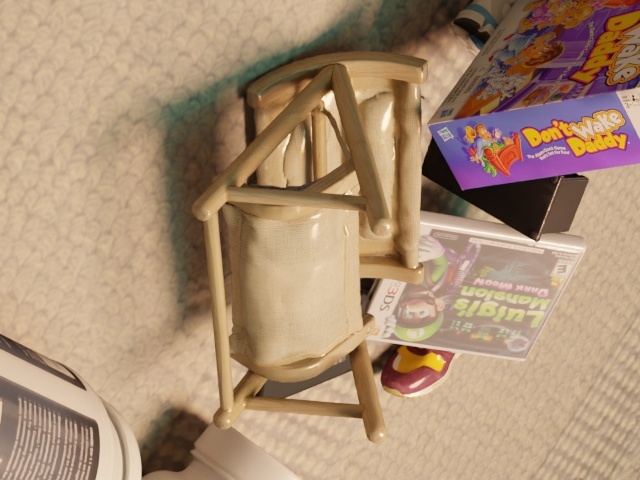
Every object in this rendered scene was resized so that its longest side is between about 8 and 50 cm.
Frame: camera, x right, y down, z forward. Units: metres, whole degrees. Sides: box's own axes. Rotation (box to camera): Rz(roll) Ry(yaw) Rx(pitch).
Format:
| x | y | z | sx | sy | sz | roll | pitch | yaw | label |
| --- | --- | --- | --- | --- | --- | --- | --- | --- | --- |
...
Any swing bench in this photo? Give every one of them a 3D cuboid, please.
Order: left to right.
| x | y | z | sx | sy | sz | roll | pitch | yaw | label |
| --- | --- | --- | --- | --- | --- | --- | --- | --- | --- |
| 0.000 | 0.000 | 1.769 | 0.255 | 0.165 | 0.253 | -74 | 166 | -51 | swing bench |

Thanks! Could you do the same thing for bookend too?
| x | y | z | sx | sy | sz | roll | pitch | yaw | label |
| --- | --- | --- | --- | --- | --- | --- | --- | --- | --- |
| 0.214 | -0.068 | 2.007 | 0.156 | 0.157 | 0.072 | -4 | 119 | -49 | bookend |

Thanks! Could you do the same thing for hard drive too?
| x | y | z | sx | sy | sz | roll | pitch | yaw | label |
| --- | --- | --- | --- | --- | --- | --- | --- | --- | --- |
| -0.014 | 0.107 | 1.981 | 0.135 | 0.022 | 0.094 | -19 | 130 | -42 | hard drive |

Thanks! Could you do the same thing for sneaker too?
| x | y | z | sx | sy | sz | roll | pitch | yaw | label |
| --- | --- | --- | --- | --- | --- | --- | --- | --- | --- |
| 0.126 | 0.090 | 2.109 | 0.185 | 0.069 | 0.084 | -40 | 134 | -34 | sneaker |
| 0.200 | -0.192 | 1.974 | 0.083 | 0.071 | 0.191 | -56 | 146 | -12 | sneaker |

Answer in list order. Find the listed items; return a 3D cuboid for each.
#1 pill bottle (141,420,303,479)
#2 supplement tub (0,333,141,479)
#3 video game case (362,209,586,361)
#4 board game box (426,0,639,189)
| x | y | z | sx | sy | sz | roll | pitch | yaw | label |
| --- | --- | --- | --- | --- | --- | --- | --- | --- | --- |
| -0.144 | 0.339 | 1.858 | 0.334 | 0.188 | 0.188 | -53 | 145 | -8 | pill bottle |
| -0.281 | 0.162 | 1.549 | 0.191 | 0.191 | 0.272 | -56 | 145 | -2 | supplement tub |
| 0.149 | 0.048 | 2.009 | 0.190 | 0.022 | 0.173 | 9 | 133 | -16 | video game case |
| 0.278 | -0.193 | 1.831 | 0.078 | 0.233 | 0.347 | 59 | 45 | -25 | board game box |
